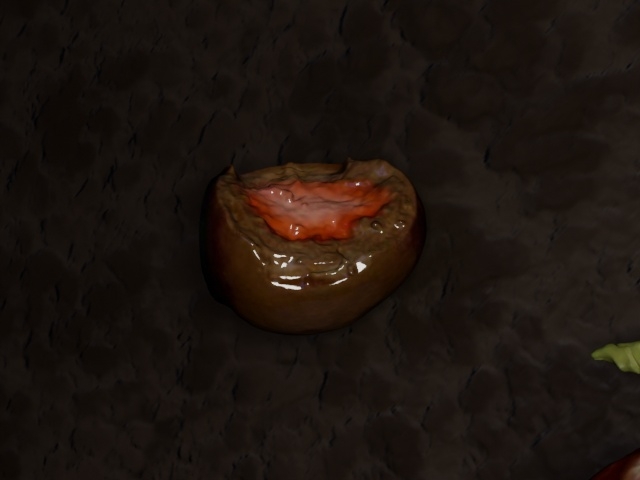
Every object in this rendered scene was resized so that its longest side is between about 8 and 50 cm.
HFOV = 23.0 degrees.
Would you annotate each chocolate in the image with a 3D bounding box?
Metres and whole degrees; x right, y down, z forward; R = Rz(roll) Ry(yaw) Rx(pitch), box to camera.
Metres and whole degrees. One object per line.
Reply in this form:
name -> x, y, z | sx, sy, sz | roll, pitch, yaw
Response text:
chocolate -> 0.000, 0.000, 1.001 | 0.133, 0.127, 0.124 | 7, 72, 21

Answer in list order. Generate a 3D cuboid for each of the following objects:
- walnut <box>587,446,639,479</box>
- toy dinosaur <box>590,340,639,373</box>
walnut -> 0.173, 0.215, 0.781 | 0.269, 0.221, 0.244 | -44, 25, 25
toy dinosaur -> 0.263, 0.035, 0.805 | 0.259, 0.094, 0.153 | 0, 49, 41
